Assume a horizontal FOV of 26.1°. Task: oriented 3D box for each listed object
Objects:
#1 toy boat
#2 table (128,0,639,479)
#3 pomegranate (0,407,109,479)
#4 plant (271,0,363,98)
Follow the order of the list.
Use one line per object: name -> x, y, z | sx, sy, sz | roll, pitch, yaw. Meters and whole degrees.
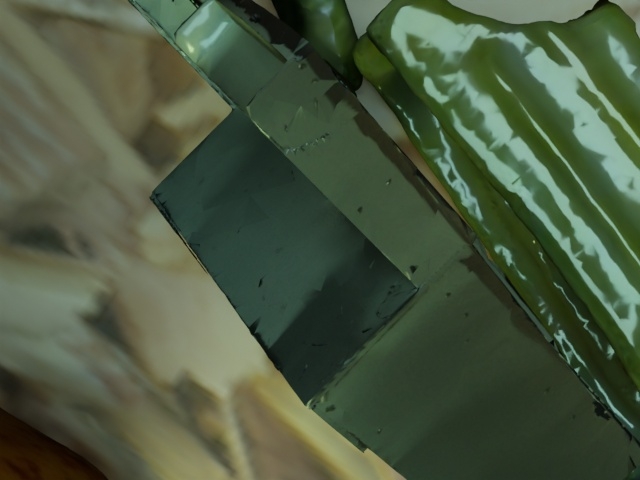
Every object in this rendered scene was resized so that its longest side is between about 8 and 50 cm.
toy boat -> 0.115, 0.026, 0.465 | 0.084, 0.111, 0.276 | -33, 93, -4
table -> 0.000, 0.000, 0.411 | 0.062, 0.146, 0.175 | -46, 122, 1
pomegranate -> -0.160, 0.156, 0.415 | 0.248, 0.248, 0.248 | 0, 93, 0
plant -> -0.169, -0.147, 0.473 | 0.333, 0.180, 0.251 | -8, 103, -27
